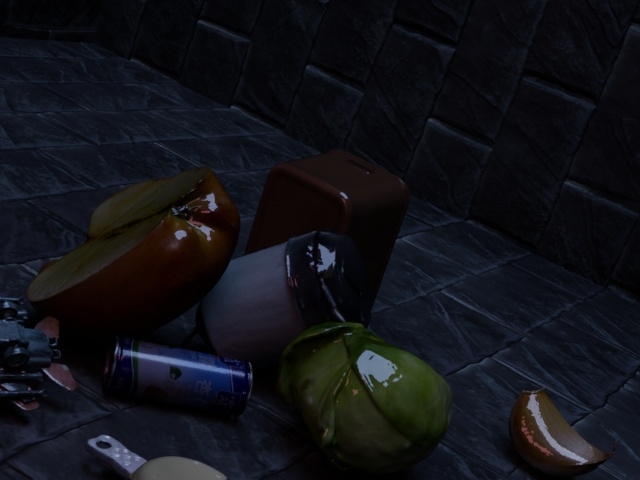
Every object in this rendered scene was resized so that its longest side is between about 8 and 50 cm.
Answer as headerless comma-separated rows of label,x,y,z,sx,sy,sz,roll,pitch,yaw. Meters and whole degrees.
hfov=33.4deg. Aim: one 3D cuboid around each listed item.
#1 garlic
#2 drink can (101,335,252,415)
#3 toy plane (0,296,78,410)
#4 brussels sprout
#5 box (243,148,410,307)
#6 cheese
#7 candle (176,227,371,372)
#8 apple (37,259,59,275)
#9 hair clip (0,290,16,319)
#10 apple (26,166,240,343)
garlic,0.434,0.380,1.977,0.207,0.128,0.115,38,-19,33
drink can,-0.237,0.225,1.765,0.235,0.097,0.097,15,18,-16
toy plane,-0.517,0.151,1.571,0.326,0.104,0.223,18,35,-45
brussels sprout,0.069,0.261,1.745,0.294,0.227,0.259,25,12,-19
box,0.000,0.000,2.284,0.239,0.339,0.229,29,23,27
cheese,-0.227,0.343,1.460,0.249,0.070,0.163,21,17,5
candle,-0.091,0.118,1.938,0.342,0.221,0.221,-16,9,18
apple,-0.481,0.079,1.978,0.089,0.074,0.089,19,19,-7
hair clip,-0.565,0.115,1.772,0.137,0.090,0.278,50,10,-22
apple,-0.317,0.013,1.842,0.365,0.328,0.295,-18,-22,39
